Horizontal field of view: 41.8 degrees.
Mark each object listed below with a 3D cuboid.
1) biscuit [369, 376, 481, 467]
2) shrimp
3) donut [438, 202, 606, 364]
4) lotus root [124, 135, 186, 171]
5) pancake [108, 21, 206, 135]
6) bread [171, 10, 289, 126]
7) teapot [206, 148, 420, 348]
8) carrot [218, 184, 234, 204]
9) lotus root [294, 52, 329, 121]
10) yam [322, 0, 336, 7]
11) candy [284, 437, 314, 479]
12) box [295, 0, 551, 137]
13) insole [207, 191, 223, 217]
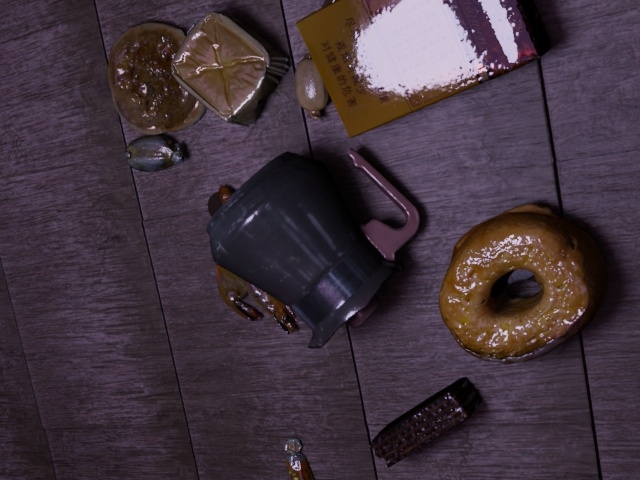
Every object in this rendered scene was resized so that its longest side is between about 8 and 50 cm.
[{"bbox_3d":[0.219,0.387,1.775,0.252,0.106,0.070,-39,82,27],"label":"biscuit"},{"bbox_3d":[-0.152,0.129,1.931,0.249,0.068,0.150,41,128,18],"label":"shrimp"},{"bbox_3d":[0.382,0.090,1.608,0.299,0.150,0.317,22,110,17],"label":"donut"},{"bbox_3d":[-0.387,-0.204,1.961,0.165,0.088,0.088,-2,100,23],"label":"lotus root"},{"bbox_3d":[-0.378,-0.376,1.937,0.283,0.049,0.282,5,104,22],"label":"pancake"},{"bbox_3d":[-0.193,-0.371,1.804,0.210,0.110,0.192,37,105,9],"label":"bread"},{"bbox_3d":[0.000,0.000,1.726,0.376,0.305,0.361,-43,89,-2],"label":"teapot"},{"bbox_3d":[-0.173,-0.038,1.899,0.061,0.061,0.209,-38,80,28],"label":"carrot"},{"bbox_3d":[-0.019,-0.322,1.762,0.073,0.062,0.150,-2,99,27],"label":"lotus root"},{"bbox_3d":[0.078,-0.576,1.668,0.046,0.046,0.264,36,114,15],"label":"yam"},{"bbox_3d":[-0.045,0.558,1.977,0.053,0.046,0.182,-23,89,27],"label":"candy"},{"bbox_3d":[0.194,-0.391,1.593,0.415,0.116,0.264,-22,99,27],"label":"box"},{"bbox_3d":[-0.133,-0.005,1.920,0.328,0.007,0.111,35,113,16],"label":"insole"}]
